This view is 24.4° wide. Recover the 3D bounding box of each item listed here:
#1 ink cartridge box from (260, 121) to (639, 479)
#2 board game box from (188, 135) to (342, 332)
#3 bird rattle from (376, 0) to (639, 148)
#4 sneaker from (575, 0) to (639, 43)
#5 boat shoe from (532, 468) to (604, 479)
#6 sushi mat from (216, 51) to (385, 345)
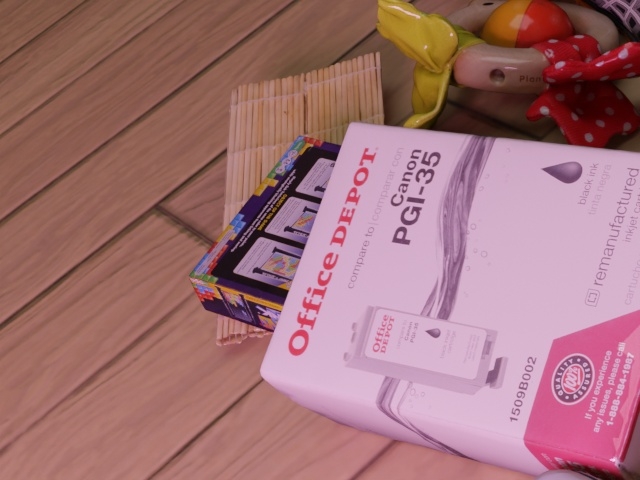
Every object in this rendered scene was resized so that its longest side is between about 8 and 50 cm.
[{"bbox_3d":[0.123,0.044,1.003,0.283,0.117,0.207,10,73,37],"label":"ink cartridge box"},{"bbox_3d":[0.000,0.000,1.189,0.141,0.048,0.170,18,56,32],"label":"board game box"},{"bbox_3d":[0.176,-0.167,1.267,0.253,0.143,0.207,1,29,26],"label":"bird rattle"},{"bbox_3d":[0.287,-0.218,1.289,0.084,0.083,0.215,-36,40,-14],"label":"sneaker"},{"bbox_3d":[0.240,0.213,0.817,0.094,0.109,0.302,-30,44,-30],"label":"boat shoe"},{"bbox_3d":[-0.014,-0.044,1.284,0.151,0.019,0.316,-11,45,11],"label":"sushi mat"}]
